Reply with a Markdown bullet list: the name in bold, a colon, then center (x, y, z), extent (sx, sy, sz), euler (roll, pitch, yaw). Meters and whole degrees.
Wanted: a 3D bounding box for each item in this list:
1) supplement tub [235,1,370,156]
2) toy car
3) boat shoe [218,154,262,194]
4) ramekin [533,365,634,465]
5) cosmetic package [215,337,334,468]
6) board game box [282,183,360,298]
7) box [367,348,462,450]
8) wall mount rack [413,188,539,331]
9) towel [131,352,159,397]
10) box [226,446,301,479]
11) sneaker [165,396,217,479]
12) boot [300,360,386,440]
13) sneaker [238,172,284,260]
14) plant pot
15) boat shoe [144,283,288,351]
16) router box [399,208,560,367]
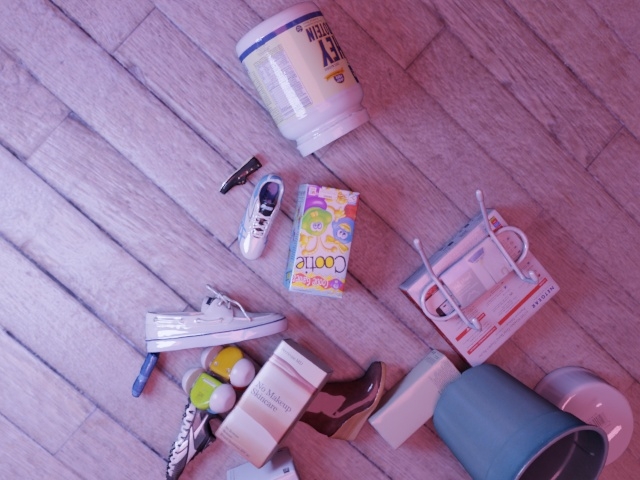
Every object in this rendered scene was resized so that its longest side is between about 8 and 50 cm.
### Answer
- **supplement tub**: center (-0.038, -0.398, 1.734), extent (0.235, 0.235, 0.324), euler (-31, 98, -7)
- **toy car**: center (-0.253, 0.369, 1.793), extent (0.182, 0.159, 0.136), euler (-52, 142, -24)
- **boat shoe**: center (-0.210, -0.165, 1.811), extent (0.133, 0.049, 0.042), euler (-44, 91, -9)
- **ramekin**: center (0.741, 0.507, 1.962), extent (0.277, 0.135, 0.277), euler (-1, 94, -9)
- **cosmetic package**: center (-0.115, 0.413, 1.780), extent (0.153, 0.129, 0.296), euler (34, 89, 11)
- **board game box**: center (0.000, 0.000, 1.807), extent (0.142, 0.144, 0.275), euler (10, 92, -10)
- **box**: center (0.261, 0.433, 1.899), extent (0.275, 0.094, 0.113), euler (-40, 99, -5)
- **wall mount rack**: center (0.394, 0.051, 1.798), extent (0.350, 0.130, 0.304), euler (-38, 98, -6)
- **towel**: center (-0.454, 0.342, 1.788), extent (0.029, 0.067, 0.119), euler (26, 89, -12)
- **box**: center (-0.138, 0.648, 1.799), extent (0.182, 0.181, 0.119), euler (-20, 95, -7)
- **sneaker**: center (-0.331, 0.531, 1.813), extent (0.106, 0.078, 0.234), euler (19, 88, -7)
- **boot**: center (0.046, 0.407, 1.863), extent (0.207, 0.090, 0.248), euler (26, 92, -12)
- **sneaker**: center (-0.156, -0.062, 1.808), extent (0.085, 0.086, 0.237), euler (17, 92, -12)
- **plant pot**: center (0.488, 0.513, 1.784), extent (0.341, 0.334, 0.341), euler (-14, 121, -24)
- **boat shoe**: center (-0.272, 0.189, 1.790), extent (0.367, 0.136, 0.156), euler (-7, 87, -1)
- **router box**: center (0.440, 0.132, 1.918), extent (0.335, 0.082, 0.301), euler (-42, 99, -5)
